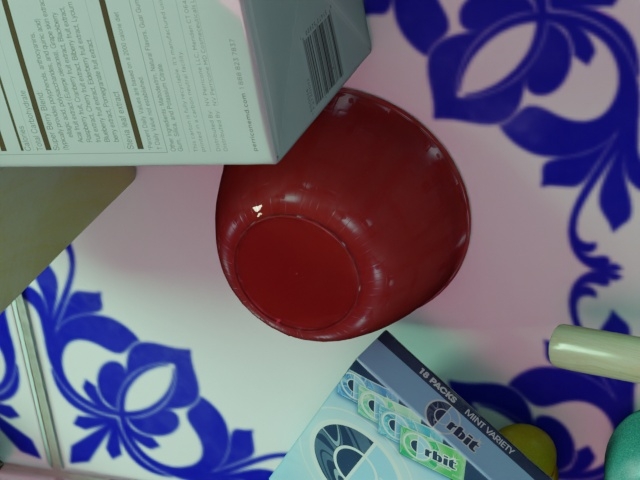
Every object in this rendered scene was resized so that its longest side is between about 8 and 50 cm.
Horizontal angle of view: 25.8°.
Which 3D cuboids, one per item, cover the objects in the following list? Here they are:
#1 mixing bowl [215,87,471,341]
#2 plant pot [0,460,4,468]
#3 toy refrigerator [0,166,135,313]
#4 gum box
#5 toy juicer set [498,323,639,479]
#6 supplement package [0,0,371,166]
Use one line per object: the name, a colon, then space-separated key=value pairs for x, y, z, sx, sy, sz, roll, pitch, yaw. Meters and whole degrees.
mixing bowl: x=0.000 y=0.000 z=0.928 sx=0.181 sy=0.098 sz=0.181 roll=11 pitch=123 yaw=17
plant pot: x=-0.383 y=0.184 z=1.164 sx=0.165 sy=0.167 sz=0.167 roll=47 pitch=125 yaw=1
toy refrigerator: x=-0.229 y=-0.016 z=0.907 sx=0.102 sy=0.269 sz=0.094 roll=1 pitch=119 yaw=21
gum box: x=0.059 y=0.172 z=0.998 sx=0.157 sy=0.041 sz=0.184 roll=42 pitch=138 yaw=9
toy juicer set: x=0.218 y=0.156 z=0.948 sx=0.209 sy=0.089 sz=0.329 roll=28 pitch=131 yaw=27
supplement package: x=-0.143 y=-0.156 z=0.846 sx=0.293 sy=0.177 sz=0.175 roll=1 pitch=119 yaw=23
